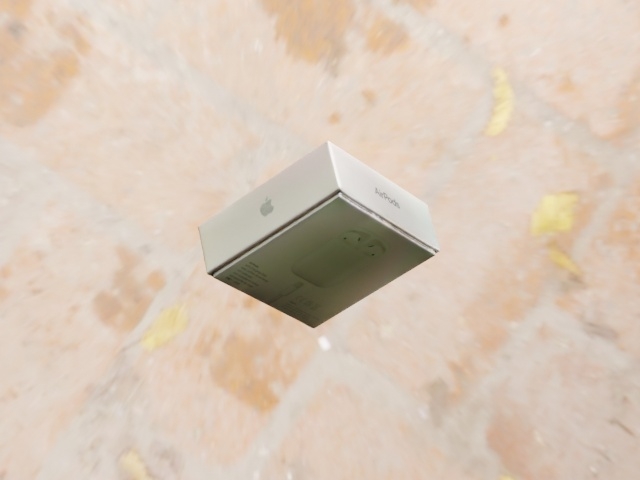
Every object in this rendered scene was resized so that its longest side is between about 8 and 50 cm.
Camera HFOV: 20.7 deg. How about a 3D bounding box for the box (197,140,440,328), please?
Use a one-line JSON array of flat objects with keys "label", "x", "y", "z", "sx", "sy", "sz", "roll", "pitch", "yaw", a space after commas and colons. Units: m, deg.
[{"label": "box", "x": 0.000, "y": 0.000, "z": 1.327, "sx": 0.129, "sy": 0.130, "sz": 0.051, "roll": -33, "pitch": 52, "yaw": 24}]
